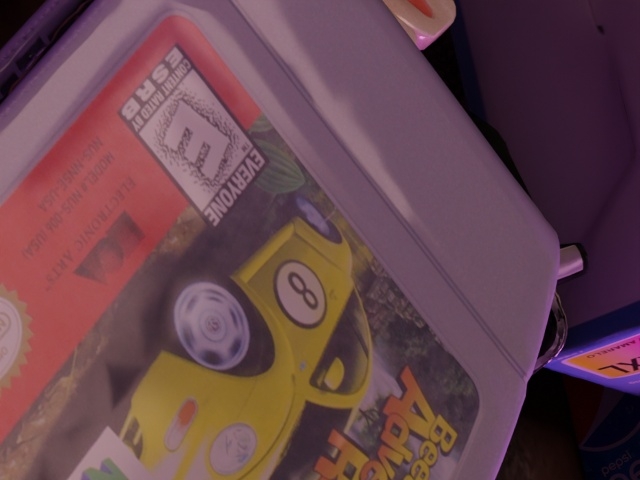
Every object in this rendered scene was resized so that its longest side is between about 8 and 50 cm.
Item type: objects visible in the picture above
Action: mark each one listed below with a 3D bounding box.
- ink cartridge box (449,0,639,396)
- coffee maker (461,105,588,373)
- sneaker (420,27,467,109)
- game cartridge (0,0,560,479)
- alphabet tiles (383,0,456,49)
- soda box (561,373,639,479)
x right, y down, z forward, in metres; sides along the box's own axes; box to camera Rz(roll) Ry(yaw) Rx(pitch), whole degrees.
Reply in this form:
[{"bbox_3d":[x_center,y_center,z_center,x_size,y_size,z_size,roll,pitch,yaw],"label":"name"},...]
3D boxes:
[{"bbox_3d":[0.225,-0.051,0.993,0.395,0.151,0.270,19,55,-54],"label":"ink cartridge box"},{"bbox_3d":[0.000,0.000,0.731,0.171,0.120,0.178,49,21,12],"label":"coffee maker"},{"bbox_3d":[0.027,-0.141,0.949,0.071,0.066,0.188,-42,115,-81],"label":"sneaker"},{"bbox_3d":[-0.041,0.043,0.529,0.196,0.060,0.294,53,50,-24],"label":"game cartridge"},{"bbox_3d":[-0.065,-0.165,0.701,0.278,0.021,0.284,47,26,0],"label":"alphabet tiles"},{"bbox_3d":[0.176,0.081,1.051,0.071,0.067,0.210,23,51,-57],"label":"soda box"}]
